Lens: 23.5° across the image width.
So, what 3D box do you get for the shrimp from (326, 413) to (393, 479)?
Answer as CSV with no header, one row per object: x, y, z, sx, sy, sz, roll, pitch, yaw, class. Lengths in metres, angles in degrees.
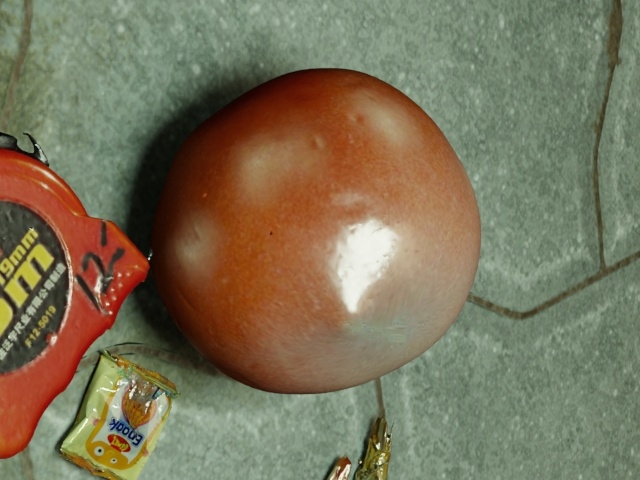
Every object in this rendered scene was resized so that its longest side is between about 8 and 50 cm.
0.037,0.273,1.742,0.095,0.045,0.163,14,89,-27,shrimp

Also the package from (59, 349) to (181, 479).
-0.191,0.172,1.473,0.108,0.031,0.121,39,67,-43,package

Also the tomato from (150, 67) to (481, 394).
0.000,0.000,1.452,0.321,0.321,0.322,-7,100,-47,tomato

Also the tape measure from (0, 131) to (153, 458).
-0.290,0.034,1.289,0.260,0.114,0.253,51,59,-34,tape measure
